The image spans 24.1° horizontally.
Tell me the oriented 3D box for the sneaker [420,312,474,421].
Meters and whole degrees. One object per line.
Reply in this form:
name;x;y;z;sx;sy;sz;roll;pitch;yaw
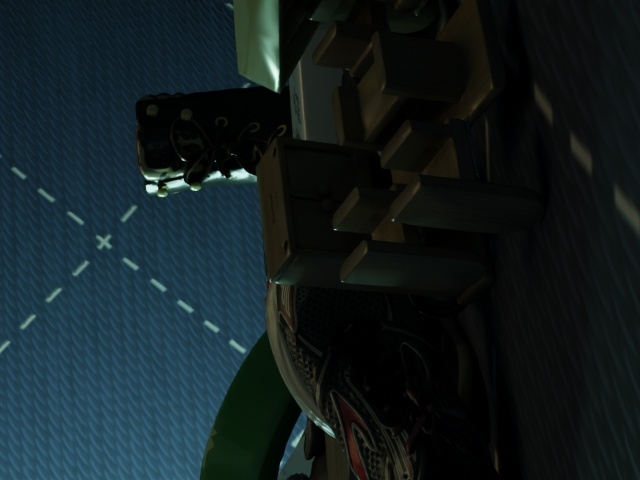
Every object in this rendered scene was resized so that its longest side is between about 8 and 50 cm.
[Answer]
sneaker;0.063;0.114;1.266;0.222;0.118;0.083;-104;9;-68

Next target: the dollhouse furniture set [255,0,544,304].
dollhouse furniture set;0.077;-0.063;1.012;0.242;0.161;0.212;129;141;-52

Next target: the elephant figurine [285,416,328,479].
elephant figurine;0.042;0.215;1.651;0.186;0.169;0.240;28;110;52

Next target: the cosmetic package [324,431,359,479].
cosmetic package;0.071;0.238;1.405;0.309;0.113;0.160;-121;27;-84

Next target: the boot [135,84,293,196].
boot;-0.070;-0.108;1.744;0.377;0.284;0.138;-102;7;-70

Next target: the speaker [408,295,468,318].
speaker;0.089;0.020;1.227;0.136;0.055;0.055;-112;17;-77

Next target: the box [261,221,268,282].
box;0.000;0.000;1.908;0.180;0.147;0.078;87;176;-48

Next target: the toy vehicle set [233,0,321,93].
toy vehicle set;0.015;-0.254;1.053;0.267;0.035;0.166;-62;-10;-20

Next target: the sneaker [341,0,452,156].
sneaker;0.050;-0.208;1.210;0.153;0.101;0.269;108;151;-80

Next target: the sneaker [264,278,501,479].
sneaker;0.065;0.126;1.093;0.299;0.120;0.112;59;165;7

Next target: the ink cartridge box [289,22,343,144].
ink cartridge box;0.035;-0.088;1.425;0.207;0.117;0.283;-105;10;-71

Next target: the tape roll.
tape roll;-0.025;0.224;1.785;0.321;0.077;0.321;-46;-32;-41
